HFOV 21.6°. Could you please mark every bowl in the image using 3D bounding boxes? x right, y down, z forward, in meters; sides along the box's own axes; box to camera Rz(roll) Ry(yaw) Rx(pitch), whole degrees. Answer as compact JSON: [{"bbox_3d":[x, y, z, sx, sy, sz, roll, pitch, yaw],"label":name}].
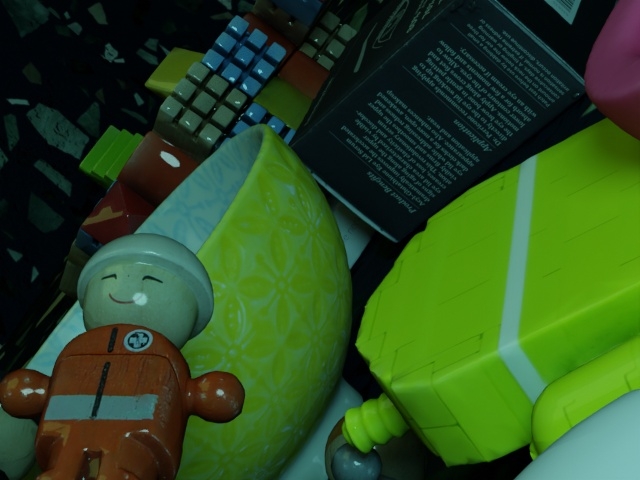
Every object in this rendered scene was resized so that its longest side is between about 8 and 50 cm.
[{"bbox_3d":[-0.069,0.088,0.990,0.289,0.156,0.289,-47,13,14],"label":"bowl"}]

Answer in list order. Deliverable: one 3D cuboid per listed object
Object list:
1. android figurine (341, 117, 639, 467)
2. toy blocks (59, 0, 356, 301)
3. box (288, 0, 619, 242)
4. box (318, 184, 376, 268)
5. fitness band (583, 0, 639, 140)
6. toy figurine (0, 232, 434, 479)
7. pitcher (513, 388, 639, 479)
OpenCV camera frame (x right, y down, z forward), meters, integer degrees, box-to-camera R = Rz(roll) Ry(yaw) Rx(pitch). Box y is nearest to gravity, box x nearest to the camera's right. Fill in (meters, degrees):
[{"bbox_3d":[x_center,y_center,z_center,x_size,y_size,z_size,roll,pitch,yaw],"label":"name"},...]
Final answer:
[{"bbox_3d":[0.124,0.004,0.671,0.273,0.056,0.248,-30,19,21],"label":"android figurine"},{"bbox_3d":[-0.075,-0.076,1.327,0.381,0.191,0.261,-55,2,-20],"label":"toy blocks"},{"bbox_3d":[0.095,-0.122,1.161,0.207,0.108,0.153,-40,15,41],"label":"box"},{"bbox_3d":[0.000,0.000,1.287,0.178,0.042,0.109,-54,13,-23],"label":"box"},{"bbox_3d":[0.210,-0.145,0.614,0.291,0.054,0.209,-45,13,28],"label":"fitness band"},{"bbox_3d":[-0.070,0.121,0.758,0.213,0.209,0.148,-42,26,37],"label":"toy figurine"},{"bbox_3d":[0.086,0.147,0.378,0.178,0.125,0.207,8,67,52],"label":"pitcher"}]
